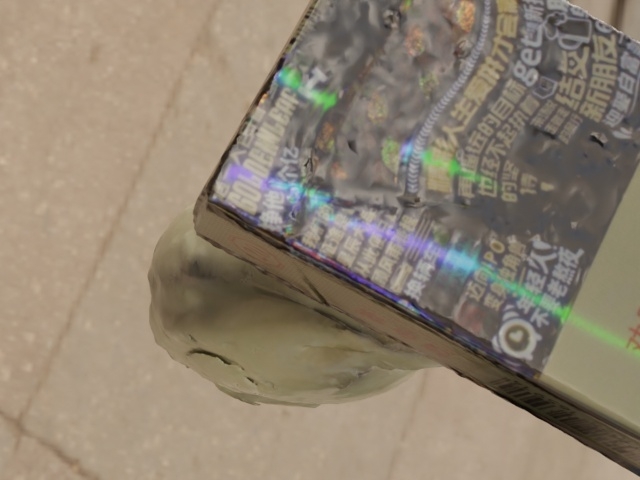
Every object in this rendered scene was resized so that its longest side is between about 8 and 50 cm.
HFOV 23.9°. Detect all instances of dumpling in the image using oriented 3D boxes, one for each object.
[{"bbox_3d":[0.000,0.000,1.040,0.187,0.318,0.243,41,67,-29],"label":"dumpling"}]

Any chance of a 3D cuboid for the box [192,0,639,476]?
[{"bbox_3d":[0.111,-0.022,0.816,0.198,0.310,0.084,-62,-176,-14],"label":"box"}]
